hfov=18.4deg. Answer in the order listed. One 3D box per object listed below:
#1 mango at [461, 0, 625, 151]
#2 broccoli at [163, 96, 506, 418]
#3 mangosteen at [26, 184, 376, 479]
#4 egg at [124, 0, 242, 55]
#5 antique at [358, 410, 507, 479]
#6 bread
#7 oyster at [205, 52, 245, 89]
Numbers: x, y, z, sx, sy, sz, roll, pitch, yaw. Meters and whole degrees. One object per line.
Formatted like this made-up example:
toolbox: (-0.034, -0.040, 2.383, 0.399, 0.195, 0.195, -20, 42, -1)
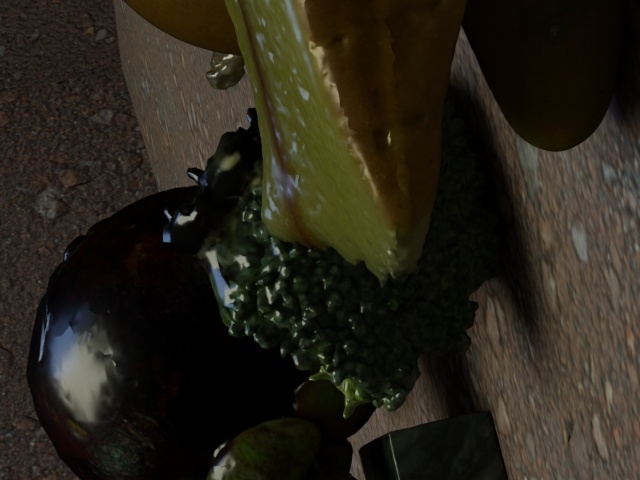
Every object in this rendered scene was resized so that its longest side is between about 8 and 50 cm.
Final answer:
mango: (0.119, -0.123, 1.060, 0.111, 0.090, 0.163, -103, -4, -76)
broccoli: (0.000, 0.000, 1.436, 0.243, 0.247, 0.263, 130, 146, -65)
mangosteen: (-0.096, 0.102, 1.655, 0.311, 0.311, 0.311, 168, 90, -81)
egg: (-0.047, -0.252, 1.365, 0.322, 0.250, 0.250, -145, 43, -84)
antique: (0.091, 0.198, 1.634, 0.183, 0.086, 0.088, 128, 129, -78)
bread: (0.050, -0.183, 1.017, 0.233, 0.245, 0.361, -140, 32, -74)
oyster: (-0.033, -0.266, 1.715, 0.396, 0.111, 0.204, 154, 125, -71)
